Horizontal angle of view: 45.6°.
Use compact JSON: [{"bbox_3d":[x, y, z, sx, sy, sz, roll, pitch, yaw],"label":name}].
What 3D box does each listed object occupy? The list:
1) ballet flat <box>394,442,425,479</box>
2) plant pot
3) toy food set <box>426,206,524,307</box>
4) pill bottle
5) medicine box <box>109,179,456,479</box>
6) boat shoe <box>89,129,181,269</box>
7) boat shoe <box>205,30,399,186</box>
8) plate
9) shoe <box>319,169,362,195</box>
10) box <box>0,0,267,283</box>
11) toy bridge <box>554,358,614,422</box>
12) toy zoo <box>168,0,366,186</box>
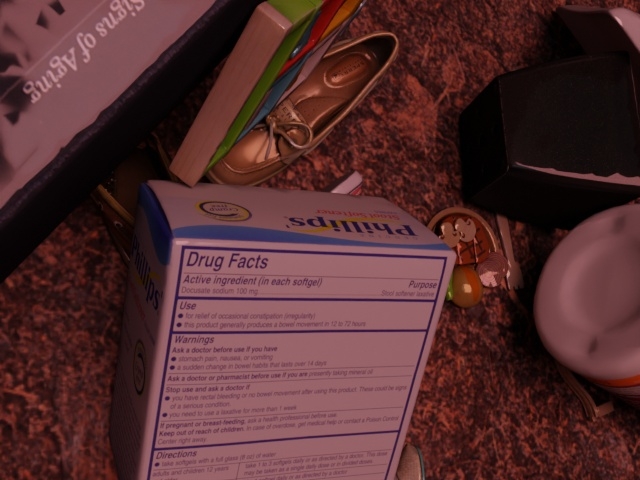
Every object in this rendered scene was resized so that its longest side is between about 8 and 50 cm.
[{"bbox_3d":[0.093,0.322,0.880,0.052,0.057,0.168,1,80,-16],"label":"ballet flat"},{"bbox_3d":[0.284,-0.125,0.983,0.166,0.188,0.188,1,76,-14],"label":"plant pot"},{"bbox_3d":[0.190,0.020,0.988,0.192,0.038,0.133,-9,85,-27],"label":"toy food set"},{"bbox_3d":[0.481,0.132,0.989,0.392,0.224,0.224,30,69,-30],"label":"pill bottle"},{"bbox_3d":[-0.048,0.107,0.729,0.263,0.149,0.290,3,110,-26],"label":"medicine box"},{"bbox_3d":[-0.209,-0.097,0.776,0.110,0.104,0.307,-39,99,-26],"label":"boat shoe"},{"bbox_3d":[-0.024,-0.163,0.887,0.285,0.089,0.105,-44,101,-25],"label":"boat shoe"},{"bbox_3d":[0.451,-0.222,1.046,0.045,0.277,0.278,-39,102,13],"label":"plate"},{"bbox_3d":[0.000,0.000,0.888,0.178,0.063,0.081,-43,102,-20],"label":"shoe"},{"bbox_3d":[-0.312,-0.238,0.542,0.472,0.297,0.480,44,78,-9],"label":"box"},{"bbox_3d":[0.353,0.159,1.050,0.063,0.026,0.188,-13,87,-27],"label":"toy bridge"},{"bbox_3d":[-0.022,-0.187,0.719,0.030,0.192,0.293,39,43,-2],"label":"toy zoo"}]
